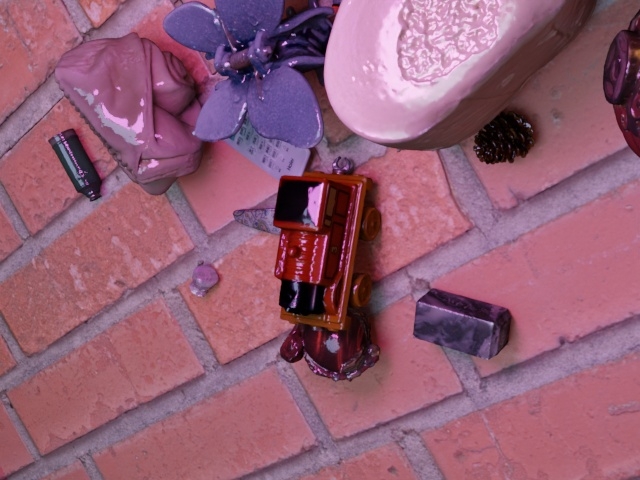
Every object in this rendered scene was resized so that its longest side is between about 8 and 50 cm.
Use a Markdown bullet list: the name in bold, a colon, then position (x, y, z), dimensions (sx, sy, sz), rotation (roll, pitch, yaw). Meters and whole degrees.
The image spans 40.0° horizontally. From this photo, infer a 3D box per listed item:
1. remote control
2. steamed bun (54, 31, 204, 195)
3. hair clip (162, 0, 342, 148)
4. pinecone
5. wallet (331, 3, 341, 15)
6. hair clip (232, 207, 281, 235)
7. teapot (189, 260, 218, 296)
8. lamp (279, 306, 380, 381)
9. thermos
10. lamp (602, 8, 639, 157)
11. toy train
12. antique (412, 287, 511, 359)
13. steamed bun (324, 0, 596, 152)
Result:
- **remote control**: position (-0.143, -0.231, 1.945), dimensions (0.293, 0.051, 0.103), rotation (35, 121, 22)
- **steamed bun**: position (-0.392, -0.300, 1.938), dimensions (0.255, 0.342, 0.367), rotation (-41, 103, -8)
- **hair clip**: position (-0.107, -0.368, 1.758), dimensions (0.318, 0.238, 0.392), rotation (-12, 99, 36)
- **pinecone**: position (0.335, -0.185, 1.628), dimensions (0.109, 0.102, 0.102), rotation (-24, 93, 1)
- **wallet**: position (0.101, -0.379, 1.678), dimensions (0.103, 0.196, 0.020), rotation (11, 67, 33)
- **hair clip**: position (-0.111, -0.044, 1.997), dimensions (0.229, 0.036, 0.066), rotation (9, 105, 30)
- **teapot**: position (-0.290, 0.093, 2.150), dimensions (0.064, 0.064, 0.083), rotation (-57, 41, 40)
- **lamp**: position (0.023, 0.197, 1.921), dimensions (0.223, 0.215, 0.151), rotation (15, 153, -6)
- **thermos**: position (-0.622, -0.186, 2.250), dimensions (0.083, 0.073, 0.187), rotation (-28, 91, 35)
- **lamp**: position (0.572, -0.249, 1.335), dimensions (0.257, 0.303, 0.303), rotation (7, 113, 1)
- **toy train**: position (0.000, 0.000, 1.804), dimensions (0.163, 0.232, 0.369), rotation (7, 85, 32)
- **antique**: position (0.290, 0.169, 1.785), dimensions (0.183, 0.088, 0.086), rotation (15, 114, 27)
- **steamed bun**: position (0.226, -0.363, 1.468), dimensions (0.456, 0.371, 0.290), rotation (-43, 78, 22)
